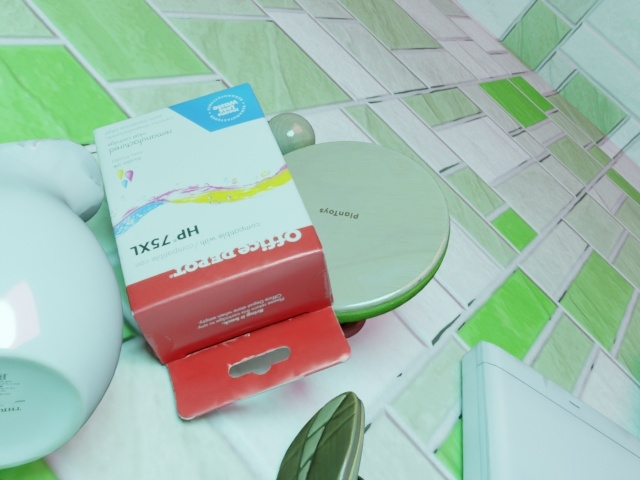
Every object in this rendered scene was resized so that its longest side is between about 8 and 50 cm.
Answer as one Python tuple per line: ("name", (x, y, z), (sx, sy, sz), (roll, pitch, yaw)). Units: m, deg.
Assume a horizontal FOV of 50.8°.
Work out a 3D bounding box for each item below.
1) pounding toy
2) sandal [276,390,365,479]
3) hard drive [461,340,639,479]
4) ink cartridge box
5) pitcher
("pounding toy", (0.000, 0.000, 0.612), (0.237, 0.110, 0.183), (34, 63, 28))
("sandal", (0.009, 0.182, 0.436), (0.049, 0.072, 0.180), (41, 30, -28))
("hard drive", (0.220, 0.265, 0.564), (0.233, 0.047, 0.353), (33, 33, -10))
("ink cartridge box", (-0.077, -0.002, 0.502), (0.134, 0.078, 0.231), (-19, 54, -8))
("pitcher", (-0.207, 0.022, 0.378), (0.178, 0.125, 0.207), (-2, 37, -21))
